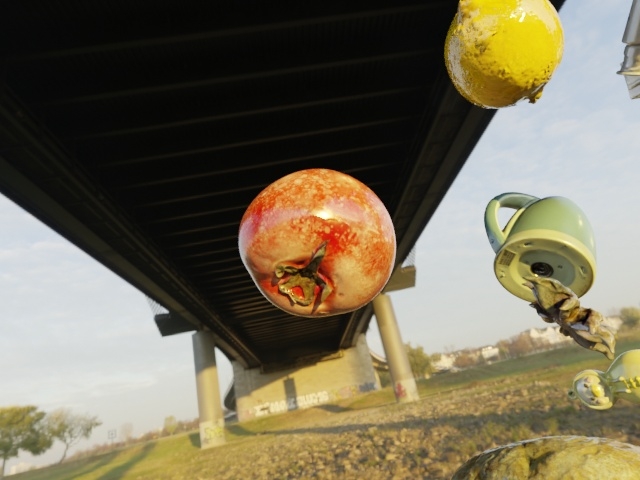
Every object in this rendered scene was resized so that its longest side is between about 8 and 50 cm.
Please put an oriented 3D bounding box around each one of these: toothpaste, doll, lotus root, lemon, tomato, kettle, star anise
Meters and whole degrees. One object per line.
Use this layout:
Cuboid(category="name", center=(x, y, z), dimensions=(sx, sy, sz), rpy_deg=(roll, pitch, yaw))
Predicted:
Cuboid(category="toothpaste", center=(0.584, -0.444, 0.700), dimensions=(0.114, 0.073, 0.298), rpy_deg=(-12, -62, -18))
Cuboid(category="doll", center=(0.798, 0.378, 1.080), dimensions=(0.117, 0.141, 0.296), rpy_deg=(1, -31, -48))
Cuboid(category="lotus root", center=(0.258, 0.312, 0.447), dimensions=(0.175, 0.174, 0.350), rpy_deg=(7, -29, -40))
Cuboid(category="lemon", center=(0.287, -0.309, 0.656), dimensions=(0.174, 0.173, 0.206), rpy_deg=(-29, -54, 34))
Cuboid(category="tomato", center=(0.000, 0.000, 0.723), dimensions=(0.271, 0.227, 0.270), rpy_deg=(9, -49, 11))
Cuboid(category="kettle", center=(0.652, -0.026, 1.237), dimensions=(0.320, 0.342, 0.247), rpy_deg=(28, -42, 12))
Cuboid(category="star anise", center=(0.450, 0.133, 0.745), dimensions=(0.061, 0.204, 0.180), rpy_deg=(-46, -19, -3))

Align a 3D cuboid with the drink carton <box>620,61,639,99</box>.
Cuboid(category="drink carton", center=(0.813, -0.395, 0.903), dimensions=(0.223, 0.101, 0.134), rpy_deg=(-10, -5, -13))
